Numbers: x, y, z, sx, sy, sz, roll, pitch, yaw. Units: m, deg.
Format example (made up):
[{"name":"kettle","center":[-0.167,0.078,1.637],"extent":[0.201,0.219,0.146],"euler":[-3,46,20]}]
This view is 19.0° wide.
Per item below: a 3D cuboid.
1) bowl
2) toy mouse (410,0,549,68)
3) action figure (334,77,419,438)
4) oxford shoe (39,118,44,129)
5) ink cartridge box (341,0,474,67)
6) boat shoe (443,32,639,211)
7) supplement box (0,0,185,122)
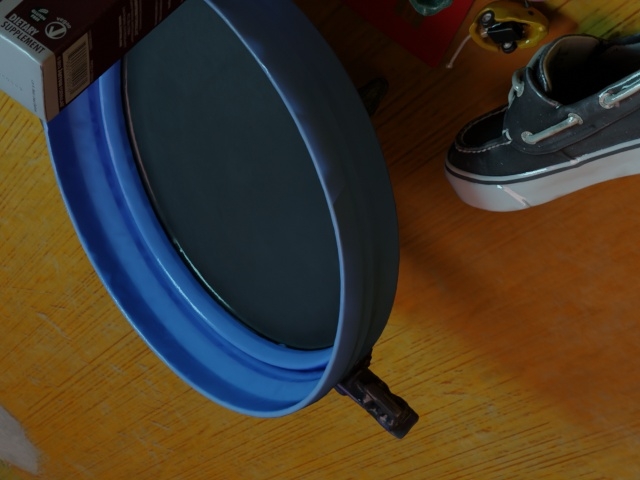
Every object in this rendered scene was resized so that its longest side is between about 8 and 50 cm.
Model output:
[{"name":"bowl","center":[-0.084,-0.051,1.531],"extent":[0.391,0.077,0.391],"euler":[32,136,38]},{"name":"toy mouse","center":[0.114,-0.188,1.347],"extent":[0.161,0.031,0.143],"euler":[-10,142,41]},{"name":"action figure","center":[0.000,0.000,1.695],"extent":[0.341,0.178,0.330],"euler":[42,161,8]},{"name":"oxford shoe","center":[-0.258,-0.174,1.787],"extent":[0.130,0.133,0.364],"euler":[33,154,16]},{"name":"ink cartridge box","center":[0.003,-0.252,1.386],"extent":[0.261,0.066,0.296],"euler":[39,155,6]},{"name":"boat shoe","center":[0.181,-0.097,1.342],"extent":[0.102,0.108,0.301],"euler":[51,150,-20]},{"name":"supplement box","center":[-0.156,-0.206,1.326],"extent":[0.130,0.239,0.073],"euler":[35,152,16]}]
